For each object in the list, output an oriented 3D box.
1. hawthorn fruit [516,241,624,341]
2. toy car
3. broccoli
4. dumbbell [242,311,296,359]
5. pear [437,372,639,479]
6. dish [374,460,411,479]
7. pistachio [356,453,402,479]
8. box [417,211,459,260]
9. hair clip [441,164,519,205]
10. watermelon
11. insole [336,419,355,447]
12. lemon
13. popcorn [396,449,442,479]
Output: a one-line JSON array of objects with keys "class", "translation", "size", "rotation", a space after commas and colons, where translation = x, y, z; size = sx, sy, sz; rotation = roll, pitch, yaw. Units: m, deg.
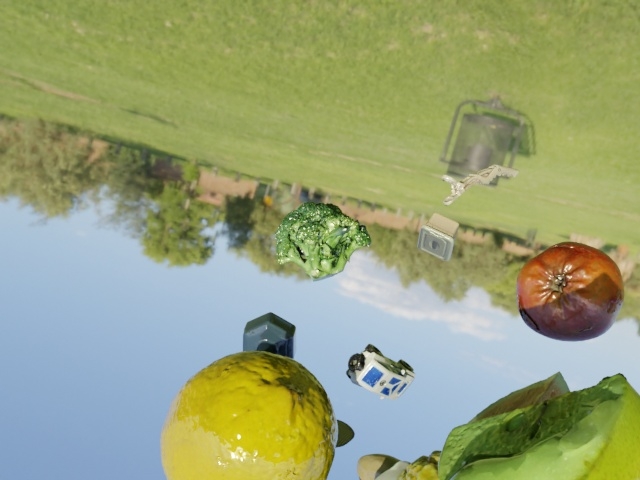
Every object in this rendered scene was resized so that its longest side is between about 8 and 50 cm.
[{"class": "hawthorn fruit", "translation": [0.681, 0.137, 1.919], "size": [0.276, 0.276, 0.307], "rotation": [19, -173, 33]}, {"class": "toy car", "translation": [0.122, 0.271, 1.447], "size": [0.170, 0.080, 0.070], "rotation": [31, -168, -38]}, {"class": "broccoli", "translation": [0.000, 0.000, 1.439], "size": [0.195, 0.156, 0.195], "rotation": [-17, 167, -4]}, {"class": "dumbbell", "translation": [-0.151, 0.323, 1.827], "size": [0.160, 0.144, 0.325], "rotation": [-23, -159, 16]}, {"class": "pear", "translation": [0.341, 0.399, 1.075], "size": [0.342, 0.238, 0.318], "rotation": [-30, -171, 36]}, {"class": "dish", "translation": [0.224, 0.662, 1.744], "size": [0.246, 0.224, 0.078], "rotation": [10, 176, -6]}, {"class": "pistachio", "translation": [0.195, 0.655, 1.911], "size": [0.226, 0.136, 0.136], "rotation": [29, -169, 32]}, {"class": "box", "translation": [0.294, -0.011, 1.770], "size": [0.089, 0.062, 0.122], "rotation": [25, 157, 15]}, {"class": "hair clip", "translation": [0.383, -0.154, 1.714], "size": [0.226, 0.072, 0.034], "rotation": [-22, -163, -20]}, {"class": "watermelon", "translation": [0.403, 0.402, 1.398], "size": [0.256, 0.260, 0.176], "rotation": [41, 160, 39]}, {"class": "insole", "translation": [-0.015, 0.418, 1.607], "size": [0.086, 0.005, 0.253], "rotation": [-36, -158, -29]}, {"class": "lemon", "translation": [-0.129, 0.361, 1.302], "size": [0.336, 0.336, 0.336], "rotation": [16, -176, -1]}, {"class": "popcorn", "translation": [0.276, 0.592, 1.518], "size": [0.247, 0.282, 0.282], "rotation": [32, -179, -10]}]
